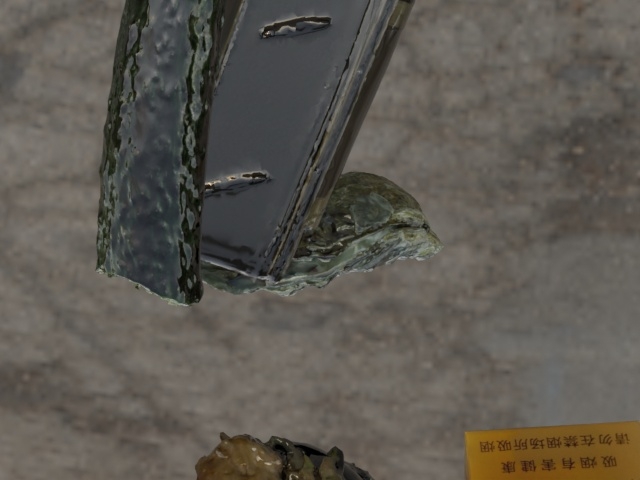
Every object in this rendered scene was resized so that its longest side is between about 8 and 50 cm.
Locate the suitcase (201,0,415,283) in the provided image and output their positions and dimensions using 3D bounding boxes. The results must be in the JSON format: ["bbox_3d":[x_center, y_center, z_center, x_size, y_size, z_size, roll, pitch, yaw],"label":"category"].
[{"bbox_3d":[-0.047,-0.181,1.635,0.194,0.434,0.283,20,-166,-15],"label":"suitcase"}]

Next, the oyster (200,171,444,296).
[{"bbox_3d":[0.003,-0.003,2.083,0.351,0.162,0.158,-4,149,-24],"label":"oyster"}]

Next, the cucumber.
[{"bbox_3d":[-0.075,-0.074,0.813,0.058,0.215,0.052,2,-162,-20],"label":"cucumber"}]

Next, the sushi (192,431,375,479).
[{"bbox_3d":[-0.045,0.295,1.608,0.238,0.225,0.219,25,169,17],"label":"sushi"}]

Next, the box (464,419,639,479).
[{"bbox_3d":[0.201,0.259,1.340,0.152,0.237,0.070,-3,133,1],"label":"box"}]
